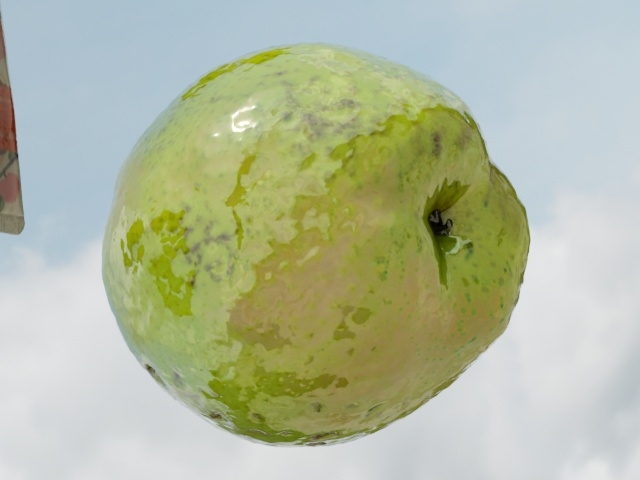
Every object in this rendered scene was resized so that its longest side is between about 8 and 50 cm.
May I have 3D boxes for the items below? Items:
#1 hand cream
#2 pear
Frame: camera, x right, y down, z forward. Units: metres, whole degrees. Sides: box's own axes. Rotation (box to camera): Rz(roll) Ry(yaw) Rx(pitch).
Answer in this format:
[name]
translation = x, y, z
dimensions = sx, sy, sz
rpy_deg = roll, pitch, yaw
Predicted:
[hand cream]
translation = -0.244, -0.120, 1.149
dimensions = 0.080, 0.050, 0.234
rpy_deg = 11, -112, -66
[pear]
translation = 0.000, 0.000, 1.478
dimensions = 0.391, 0.391, 0.391
rpy_deg = -42, -30, -31
